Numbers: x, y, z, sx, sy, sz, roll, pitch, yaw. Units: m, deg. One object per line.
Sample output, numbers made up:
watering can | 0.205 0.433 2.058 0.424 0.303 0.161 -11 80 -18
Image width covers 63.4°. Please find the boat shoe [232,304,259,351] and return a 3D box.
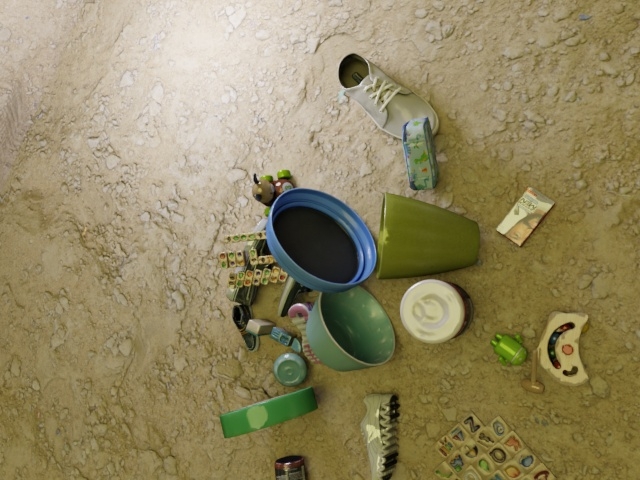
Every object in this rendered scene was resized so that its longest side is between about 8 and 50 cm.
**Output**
boat shoe | -0.284 0.327 1.928 0.065 0.083 0.184 -20 77 20

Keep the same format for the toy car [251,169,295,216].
toy car | -0.188 -0.183 1.887 0.148 0.188 0.155 -14 79 22

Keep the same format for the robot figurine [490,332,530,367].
robot figurine | 0.572 0.330 1.566 0.115 0.067 0.101 37 79 23

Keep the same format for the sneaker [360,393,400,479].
sneaker | 0.187 0.644 1.685 0.118 0.110 0.292 -2 75 31

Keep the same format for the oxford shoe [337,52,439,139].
oxford shoe | 0.215 -0.494 1.784 0.449 0.130 0.169 44 98 19

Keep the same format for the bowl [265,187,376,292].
bowl | 0.000 0.000 1.697 0.391 0.391 0.077 56 134 18

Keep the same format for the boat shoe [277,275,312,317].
boat shoe | -0.052 0.127 1.837 0.113 0.127 0.340 22 88 -8

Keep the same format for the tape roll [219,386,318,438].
tape roll | -0.170 0.568 1.721 0.321 0.321 0.077 -22 74 20

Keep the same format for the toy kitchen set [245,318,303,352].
toy kitchen set | -0.172 0.397 1.850 0.207 0.122 0.166 22 93 24

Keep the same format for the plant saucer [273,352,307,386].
plant saucer | -0.107 0.452 1.796 0.119 0.021 0.120 0 92 4

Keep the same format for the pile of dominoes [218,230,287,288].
pile of dominoes | -0.233 0.068 1.849 0.251 0.040 0.196 -7 93 6

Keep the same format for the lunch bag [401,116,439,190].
lunch bag | 0.323 -0.278 1.662 0.090 0.176 0.219 -6 113 22

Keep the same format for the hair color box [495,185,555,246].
hair color box | 0.630 -0.072 1.595 0.093 0.053 0.167 39 101 21

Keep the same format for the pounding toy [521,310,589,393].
pounding toy | 0.690 0.327 1.467 0.154 0.154 0.270 22 93 28

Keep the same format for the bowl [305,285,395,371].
bowl | 0.074 0.299 1.685 0.163 0.311 0.312 -44 68 34

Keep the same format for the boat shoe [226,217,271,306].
boat shoe | -0.235 0.086 1.932 0.119 0.121 0.335 23 96 6

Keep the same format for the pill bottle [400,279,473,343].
pill bottle | 0.357 0.207 1.535 0.176 0.318 0.177 -3 83 22

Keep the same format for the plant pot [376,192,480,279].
plant pot | 0.334 -0.003 1.617 0.293 0.275 0.275 5 86 4

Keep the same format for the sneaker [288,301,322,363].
sneaker | -0.024 0.314 1.817 0.095 0.104 0.237 -17 100 25

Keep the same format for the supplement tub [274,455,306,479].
supplement tub | -0.099 0.852 1.777 0.106 0.106 0.198 -10 80 22

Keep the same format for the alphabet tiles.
alphabet tiles | 0.521 0.713 1.576 0.285 0.011 0.342 -46 69 12
